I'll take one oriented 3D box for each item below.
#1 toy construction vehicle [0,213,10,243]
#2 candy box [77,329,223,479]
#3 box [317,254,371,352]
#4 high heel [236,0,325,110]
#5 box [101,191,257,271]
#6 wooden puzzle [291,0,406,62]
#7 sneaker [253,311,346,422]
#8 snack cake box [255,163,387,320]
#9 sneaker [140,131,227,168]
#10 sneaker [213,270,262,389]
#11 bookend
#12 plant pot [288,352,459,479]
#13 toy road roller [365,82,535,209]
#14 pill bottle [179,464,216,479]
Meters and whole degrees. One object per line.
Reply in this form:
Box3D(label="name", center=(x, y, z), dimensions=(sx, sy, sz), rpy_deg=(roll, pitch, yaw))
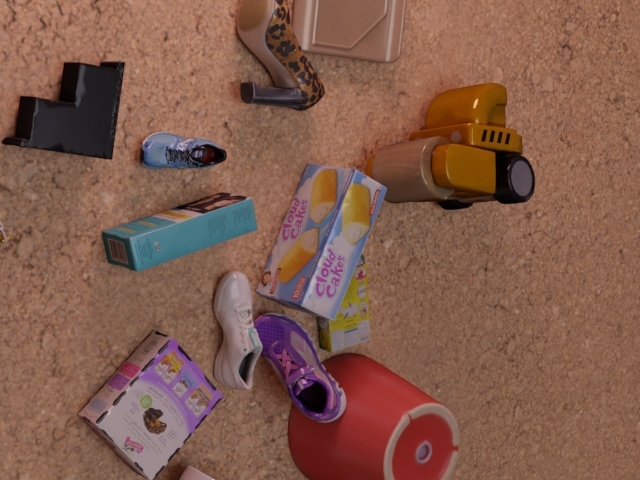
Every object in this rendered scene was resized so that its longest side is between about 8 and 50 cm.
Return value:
Box3D(label="toy construction vehicle", center=(-0.525, -0.025, 1.725), dimensions=(0.086, 0.035, 0.098), rpy_deg=(-33, 117, -29))
Box3D(label="candy box", center=(-0.288, 0.282, 1.948), dimensions=(0.196, 0.070, 0.165), rpy_deg=(-49, 124, -22))
Box3D(label="box", center=(0.042, 0.117, 2.201), dimensions=(0.105, 0.043, 0.179), rpy_deg=(-14, 109, -36))
Box3D(label="high heel", center=(-0.055, -0.363, 2.014), dimensions=(0.186, 0.093, 0.261), rpy_deg=(-2, 101, -46))
Box3D(label="box", center=(-0.234, -0.017, 1.917), dimensions=(0.244, 0.100, 0.060), rpy_deg=(-21, 110, -35))
Box3D(label="wooden puzzle", center=(0.054, -0.450, 2.110), dimensions=(0.238, 0.044, 0.221), rpy_deg=(1, 98, -34))
Box3D(label="sneaker", center=(-0.042, 0.234, 2.062), dimensions=(0.095, 0.104, 0.236), rpy_deg=(-37, 89, 10))
Box3D(label="snack cake box", center=(0.000, 0.000, 2.074), dimensions=(0.089, 0.152, 0.264), rpy_deg=(28, 80, -38))
Box3D(label="sneaker", center=(-0.228, -0.150, 1.915), dimensions=(0.162, 0.073, 0.064), rpy_deg=(-6, 102, -38))
Box3D(label="sneaker", center=(-0.137, 0.163, 2.032), dimensions=(0.080, 0.094, 0.212), rpy_deg=(-6, 101, -36))
Box3D(label="bookend", center=(-0.398, -0.213, 1.769), dimensions=(0.157, 0.072, 0.156), rpy_deg=(5, 94, -38))
Box3D(label="plant pot", center=(0.116, 0.374, 2.177), dimensions=(0.274, 0.243, 0.275), rpy_deg=(-8, 103, -38))
Box3D(label="toy road roller", center=(0.256, -0.190, 2.222), dimensions=(0.329, 0.202, 0.241), rpy_deg=(3, 84, -44))
Box3D(label="pill bottle", center=(-0.245, 0.543, 1.971), dimensions=(0.162, 0.162, 0.278), rpy_deg=(40, 73, -36))
